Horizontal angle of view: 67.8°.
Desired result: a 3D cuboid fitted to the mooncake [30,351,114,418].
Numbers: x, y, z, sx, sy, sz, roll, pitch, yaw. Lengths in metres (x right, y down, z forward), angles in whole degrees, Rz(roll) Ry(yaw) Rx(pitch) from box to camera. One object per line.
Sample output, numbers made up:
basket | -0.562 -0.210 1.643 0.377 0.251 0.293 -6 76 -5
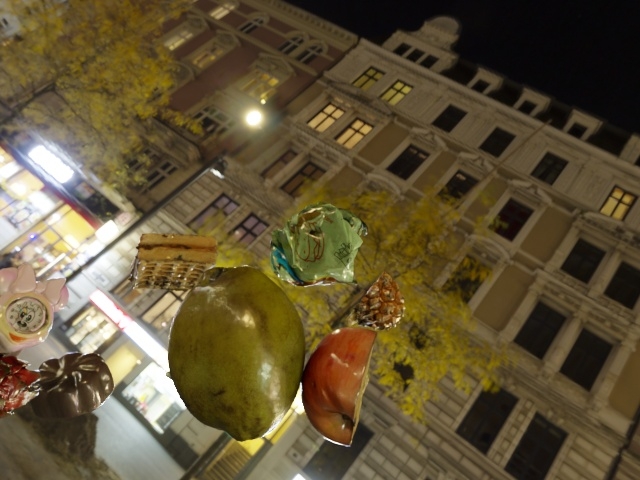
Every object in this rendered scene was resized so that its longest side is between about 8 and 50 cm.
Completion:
mooncake | -0.990 0.569 1.895 0.306 0.306 0.154 21 -57 42

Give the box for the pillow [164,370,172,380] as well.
pillow | -0.389 0.420 1.415 0.091 0.055 0.135 -18 -68 23

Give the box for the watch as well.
watch | -0.902 0.212 1.397 0.218 0.248 0.211 -19 -40 35

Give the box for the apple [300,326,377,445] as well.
apple | 0.033 0.350 1.184 0.163 0.251 0.293 12 -58 13

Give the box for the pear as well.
pear | -0.199 0.267 1.183 0.352 0.352 0.413 -16 -102 63

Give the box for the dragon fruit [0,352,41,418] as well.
dragon fruit | -0.864 0.388 1.267 0.182 0.182 0.188 47 -4 -7

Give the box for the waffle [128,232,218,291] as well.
waffle | -0.534 0.087 1.688 0.376 0.261 0.114 -37 -124 57

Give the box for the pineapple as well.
pineapple | 0.177 0.239 1.527 0.140 0.164 0.249 41 -50 21

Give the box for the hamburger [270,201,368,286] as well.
hamburger | -0.003 -0.007 1.313 0.261 0.276 0.150 13 -26 3
